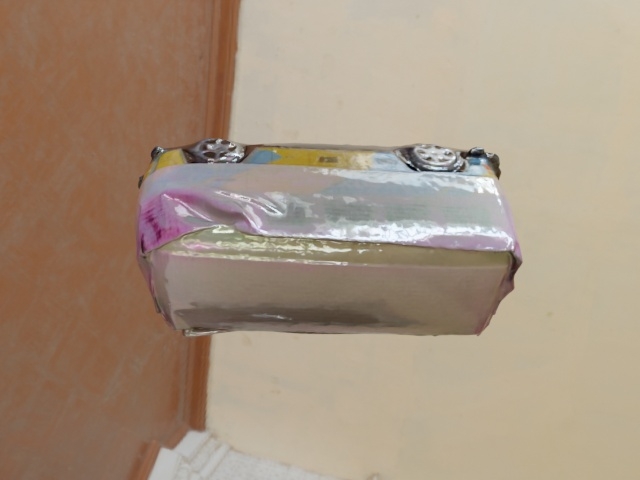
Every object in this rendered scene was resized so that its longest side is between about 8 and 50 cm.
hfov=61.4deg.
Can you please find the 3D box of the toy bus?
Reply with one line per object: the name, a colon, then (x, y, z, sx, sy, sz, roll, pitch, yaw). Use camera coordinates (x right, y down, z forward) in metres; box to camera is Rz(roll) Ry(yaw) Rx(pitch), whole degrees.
toy bus: (0.000, 0.000, 0.551, 0.162, 0.387, 0.171, -94, -173, -55)
